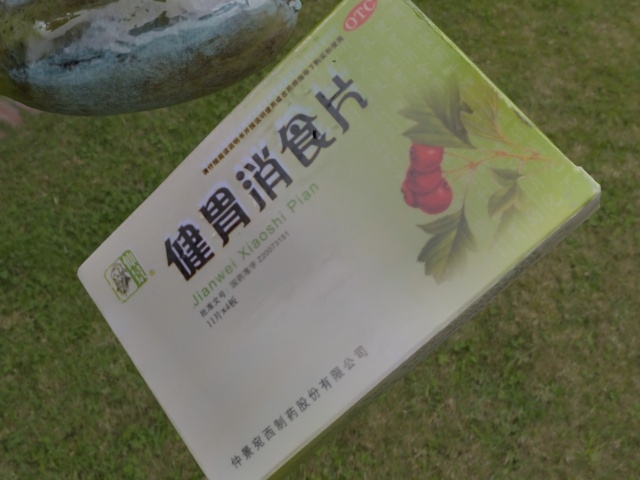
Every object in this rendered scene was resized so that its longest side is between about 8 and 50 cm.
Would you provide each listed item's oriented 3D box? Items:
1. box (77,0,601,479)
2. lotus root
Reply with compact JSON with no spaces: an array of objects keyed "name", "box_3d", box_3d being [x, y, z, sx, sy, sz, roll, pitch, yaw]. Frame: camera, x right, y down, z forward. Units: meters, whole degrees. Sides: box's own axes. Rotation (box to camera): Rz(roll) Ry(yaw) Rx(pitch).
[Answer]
[{"name":"box","box_3d":[0.000,0.001,0.410,0.260,0.062,0.175,-43,70,12]},{"name":"lotus root","box_3d":[-0.178,-0.184,0.603,0.322,0.158,0.140,-15,13,6]}]
